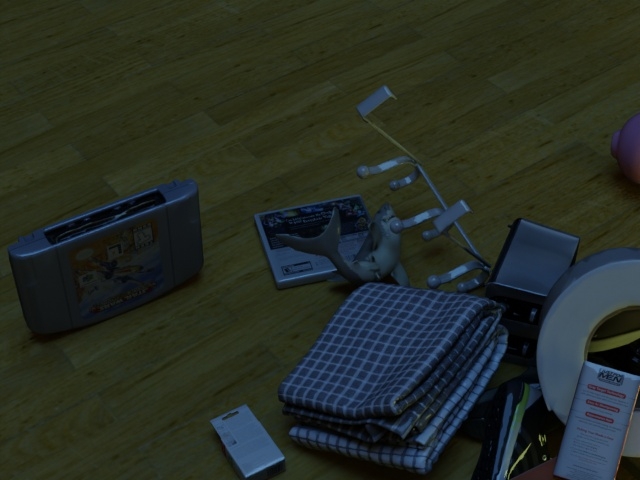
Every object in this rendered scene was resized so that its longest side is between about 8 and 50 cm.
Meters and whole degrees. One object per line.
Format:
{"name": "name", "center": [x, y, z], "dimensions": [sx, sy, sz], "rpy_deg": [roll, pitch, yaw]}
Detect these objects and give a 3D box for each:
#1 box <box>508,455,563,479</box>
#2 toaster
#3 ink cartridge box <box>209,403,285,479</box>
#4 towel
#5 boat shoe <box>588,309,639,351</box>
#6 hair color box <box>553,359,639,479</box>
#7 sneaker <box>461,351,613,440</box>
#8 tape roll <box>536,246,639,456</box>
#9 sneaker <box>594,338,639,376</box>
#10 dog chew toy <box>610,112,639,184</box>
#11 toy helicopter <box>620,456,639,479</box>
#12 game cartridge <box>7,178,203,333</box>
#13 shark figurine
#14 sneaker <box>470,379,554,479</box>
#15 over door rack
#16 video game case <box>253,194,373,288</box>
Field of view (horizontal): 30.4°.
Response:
{"name": "box", "center": [0.304, 0.447, 1.355], "dimensions": [0.215, 0.168, 0.345], "rpy_deg": [-21, 45, -22]}
{"name": "toaster", "center": [0.310, 0.075, 1.767], "dimensions": [0.110, 0.168, 0.186], "rpy_deg": [17, 46, 15]}
{"name": "ink cartridge box", "center": [-0.102, 0.285, 1.642], "dimensions": [0.062, 0.029, 0.115], "rpy_deg": [-22, 46, -21]}
{"name": "towel", "center": [0.099, 0.175, 1.650], "dimensions": [0.235, 0.121, 0.284], "rpy_deg": [7, 40, 38]}
{"name": "boat shoe", "center": [0.488, 0.063, 1.688], "dimensions": [0.324, 0.097, 0.117], "rpy_deg": [-16, 36, -12]}
{"name": "hair color box", "center": [0.327, 0.221, 1.395], "dimensions": [0.072, 0.043, 0.141], "rpy_deg": [16, 80, 15]}
{"name": "sneaker", "center": [0.304, 0.213, 1.681], "dimensions": [0.227, 0.087, 0.130], "rpy_deg": [-21, 17, 5]}
{"name": "tape roll", "center": [0.399, 0.136, 1.505], "dimensions": [0.246, 0.246, 0.169], "rpy_deg": [9, 7, 10]}
{"name": "sneaker", "center": [0.510, 0.179, 1.701], "dimensions": [0.293, 0.102, 0.146], "rpy_deg": [24, 47, 35]}
{"name": "dog chew toy", "center": [0.658, -0.142, 1.983], "dimensions": [0.331, 0.207, 0.207], "rpy_deg": [10, 43, 24]}
{"name": "toy helicopter", "center": [0.479, 0.308, 1.540], "dimensions": [0.235, 0.140, 0.355], "rpy_deg": [-27, 36, -17]}
{"name": "game cartridge", "center": [-0.317, 0.031, 1.798], "dimensions": [0.297, 0.198, 0.062], "rpy_deg": [-23, 46, -21]}
{"name": "shark figurine", "center": [0.044, 0.036, 1.824], "dimensions": [0.116, 0.166, 0.278], "rpy_deg": [-17, -3, 29]}
{"name": "sneaker", "center": [0.263, 0.295, 1.552], "dimensions": [0.097, 0.084, 0.235], "rpy_deg": [21, 70, -8]}
{"name": "over door rack", "center": [0.144, -0.059, 1.782], "dimensions": [0.108, 0.324, 0.240], "rpy_deg": [-32, 67, 2]}
{"name": "video game case", "center": [0.000, 0.000, 1.958], "dimensions": [0.190, 0.022, 0.173], "rpy_deg": [-11, 44, -10]}
